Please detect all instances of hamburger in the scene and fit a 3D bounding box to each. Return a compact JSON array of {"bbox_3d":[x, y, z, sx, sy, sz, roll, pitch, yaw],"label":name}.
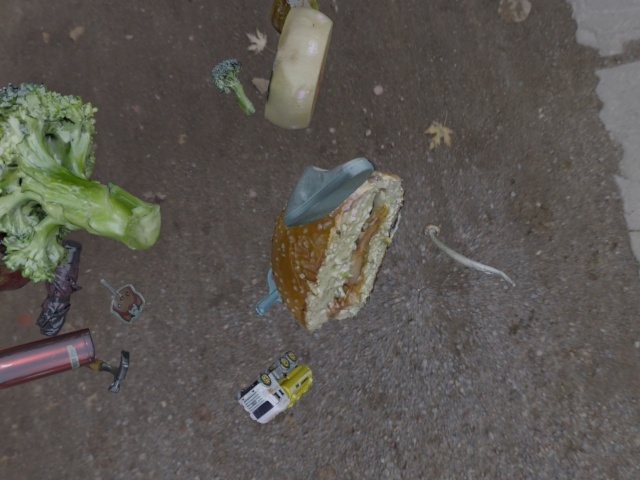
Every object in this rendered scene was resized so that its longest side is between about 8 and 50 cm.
[{"bbox_3d":[0.000,0.000,1.283,0.287,0.268,0.445,36,126,34],"label":"hamburger"}]

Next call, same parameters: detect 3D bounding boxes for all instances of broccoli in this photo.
[{"bbox_3d":[-0.281,-0.501,1.662,0.118,0.204,0.122,-41,41,-9],"label":"broccoli"},{"bbox_3d":[-0.484,-0.130,0.952,0.397,0.275,0.353,-8,118,40],"label":"broccoli"}]

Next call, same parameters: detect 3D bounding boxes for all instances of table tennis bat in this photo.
[{"bbox_3d":[-0.137,0.163,1.655,0.040,0.244,0.153,-30,100,45],"label":"table tennis bat"}]

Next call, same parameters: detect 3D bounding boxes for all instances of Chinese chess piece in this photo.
[{"bbox_3d":[-0.045,-0.364,1.075,0.097,0.251,0.251,14,87,-3],"label":"Chinese chess piece"}]

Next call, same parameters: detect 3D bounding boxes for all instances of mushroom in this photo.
[{"bbox_3d":[0.329,0.030,1.182,0.068,0.306,0.043,-22,122,-13],"label":"mushroom"}]

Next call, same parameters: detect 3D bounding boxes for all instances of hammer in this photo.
[{"bbox_3d":[-0.446,0.253,1.020,0.201,0.021,0.078,-1,63,43],"label":"hammer"}]

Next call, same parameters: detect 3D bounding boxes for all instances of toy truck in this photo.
[{"bbox_3d":[-0.104,0.373,1.276,0.098,0.227,0.114,-44,81,23],"label":"toy truck"}]

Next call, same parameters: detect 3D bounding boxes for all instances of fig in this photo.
[{"bbox_3d":[-0.078,-0.643,1.386,0.142,0.186,0.148,-47,68,6],"label":"fig"}]

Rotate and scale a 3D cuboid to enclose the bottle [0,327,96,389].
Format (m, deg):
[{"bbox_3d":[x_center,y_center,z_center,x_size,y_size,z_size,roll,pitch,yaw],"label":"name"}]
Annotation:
[{"bbox_3d":[-0.414,0.172,0.715,0.164,0.060,0.060,-13,80,-29],"label":"bottle"}]

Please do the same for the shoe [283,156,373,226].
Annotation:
[{"bbox_3d":[0.003,-0.095,0.856,0.195,0.079,0.078,-33,74,37],"label":"shoe"}]

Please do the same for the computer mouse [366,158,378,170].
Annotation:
[{"bbox_3d":[0.171,-0.217,1.779,0.062,0.192,0.106,16,129,-13],"label":"computer mouse"}]

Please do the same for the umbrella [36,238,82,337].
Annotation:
[{"bbox_3d":[-0.761,0.139,1.462,0.094,0.090,0.326,38,113,36],"label":"umbrella"}]

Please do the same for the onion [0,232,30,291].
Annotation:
[{"bbox_3d":[-0.728,0.014,1.146,0.190,0.246,0.246,32,91,1],"label":"onion"}]

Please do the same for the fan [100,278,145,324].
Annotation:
[{"bbox_3d":[-0.757,0.214,1.893,0.220,0.009,0.132,36,93,17],"label":"fan"}]
